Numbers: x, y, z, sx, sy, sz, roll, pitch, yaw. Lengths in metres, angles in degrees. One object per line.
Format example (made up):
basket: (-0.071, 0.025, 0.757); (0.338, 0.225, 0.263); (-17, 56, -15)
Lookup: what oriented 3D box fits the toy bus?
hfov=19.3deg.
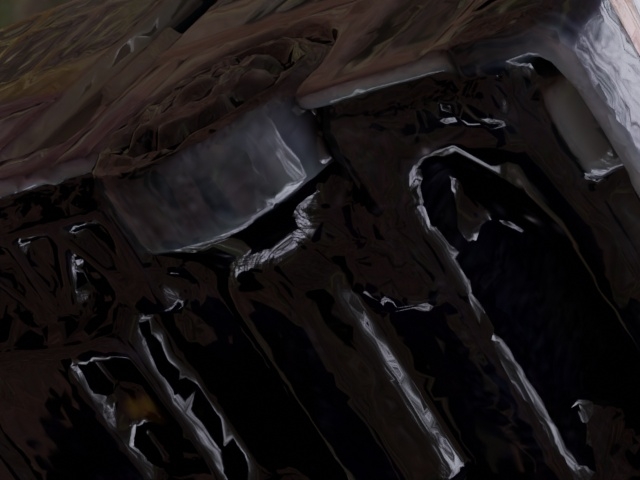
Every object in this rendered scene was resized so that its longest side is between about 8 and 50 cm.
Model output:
toy bus: (0.000, 0.000, 0.697); (0.440, 0.209, 0.249); (-13, -153, 44)
